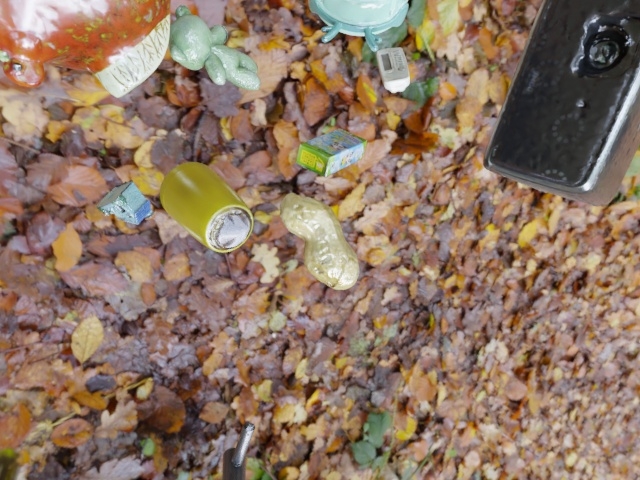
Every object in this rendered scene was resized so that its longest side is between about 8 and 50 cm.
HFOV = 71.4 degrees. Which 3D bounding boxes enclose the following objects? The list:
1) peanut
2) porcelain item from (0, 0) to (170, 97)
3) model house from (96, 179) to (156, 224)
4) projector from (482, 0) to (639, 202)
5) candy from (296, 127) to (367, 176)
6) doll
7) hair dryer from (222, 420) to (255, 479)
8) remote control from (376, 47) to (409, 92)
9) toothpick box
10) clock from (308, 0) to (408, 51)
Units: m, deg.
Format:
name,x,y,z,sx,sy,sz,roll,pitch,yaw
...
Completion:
name,x,y,z,sx,sy,sz,roll,pitch,yaw
peanut,0.000,0.000,0.911,0.229,0.098,0.103,61,27,-3
porcelain item,-0.296,-0.268,0.491,0.253,0.253,0.252,-15,117,-33
model house,-0.605,-0.098,1.417,0.148,0.148,0.119,50,38,-31
projector,0.578,-0.294,0.984,0.405,0.242,0.394,-1,112,-51
candy,0.032,-0.237,1.189,0.194,0.097,0.062,-35,146,-47
doll,-0.159,-0.271,0.668,0.151,0.078,0.114,18,58,-36
hair dryer,-0.085,0.230,0.480,0.026,0.047,0.083,15,112,-18
remote control,0.235,-0.553,1.436,0.090,0.230,0.049,-8,137,8
toothpick box,-0.299,-0.086,1.190,0.175,0.271,0.174,-25,134,-29
clock,0.061,-0.378,0.666,0.160,0.066,0.210,8,71,0
